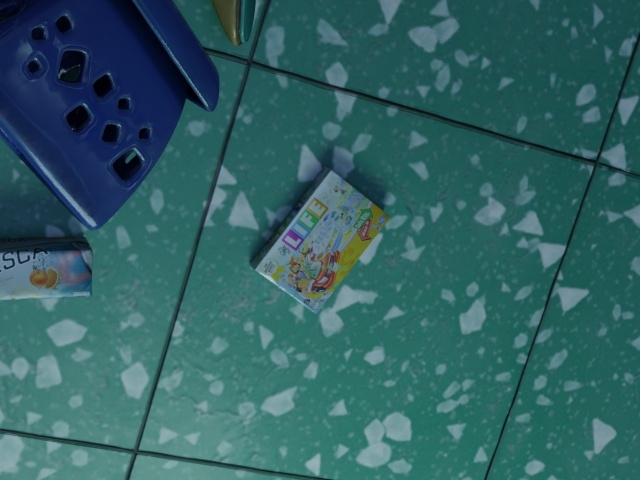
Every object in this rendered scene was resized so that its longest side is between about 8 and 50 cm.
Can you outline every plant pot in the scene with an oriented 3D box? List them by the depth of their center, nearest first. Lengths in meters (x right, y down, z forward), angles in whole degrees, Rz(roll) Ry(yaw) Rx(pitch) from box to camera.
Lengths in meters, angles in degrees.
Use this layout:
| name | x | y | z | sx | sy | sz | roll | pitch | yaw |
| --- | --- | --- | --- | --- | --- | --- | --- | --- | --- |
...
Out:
| name | x | y | z | sx | sy | sz | roll | pitch | yaw |
| --- | --- | --- | --- | --- | --- | --- | --- | --- | --- |
| plant pot | -0.254 | -0.186 | 1.222 | 0.212 | 0.236 | 0.236 | -42 | 130 | -10 |

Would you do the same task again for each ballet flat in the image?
| name | x | y | z | sx | sy | sz | roll | pitch | yaw |
| --- | --- | --- | --- | --- | --- | --- | --- | --- | --- |
| ballet flat | -0.101 | -0.336 | 1.348 | 0.073 | 0.080 | 0.232 | 10 | 101 | 7 |

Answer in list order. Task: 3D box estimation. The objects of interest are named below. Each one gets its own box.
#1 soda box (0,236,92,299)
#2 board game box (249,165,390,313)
| name | x | y | z | sx | sy | sz | roll | pitch | yaw |
| --- | --- | --- | --- | --- | --- | --- | --- | --- | --- |
| soda box | -0.351 | 0.032 | 1.359 | 0.183 | 0.063 | 0.058 | -2 | 106 | -19 |
| board game box | 0.000 | 0.000 | 1.492 | 0.103 | 0.026 | 0.154 | 37 | 91 | -24 |
